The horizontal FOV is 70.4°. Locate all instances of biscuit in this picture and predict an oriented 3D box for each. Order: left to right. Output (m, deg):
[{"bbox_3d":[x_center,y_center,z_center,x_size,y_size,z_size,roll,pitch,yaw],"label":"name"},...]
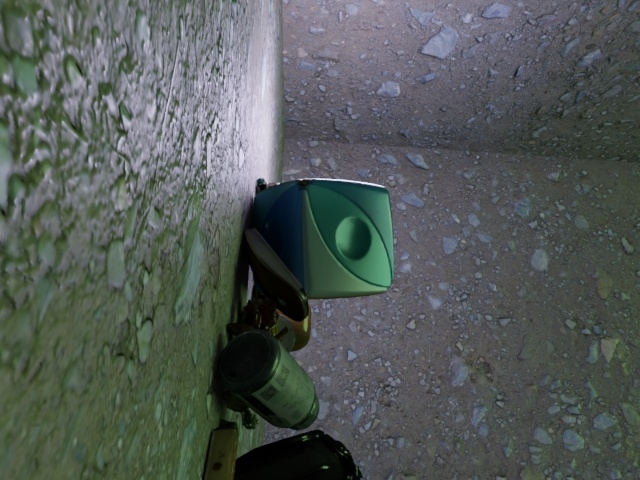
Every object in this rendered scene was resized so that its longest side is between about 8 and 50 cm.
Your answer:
[{"bbox_3d":[-0.192,0.450,0.854,0.188,0.056,0.052,-92,-172,-49],"label":"biscuit"}]

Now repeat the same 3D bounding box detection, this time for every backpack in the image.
[{"bbox_3d":[-0.086,0.598,1.064,0.446,0.363,0.255,70,-4,-66],"label":"backpack"}]

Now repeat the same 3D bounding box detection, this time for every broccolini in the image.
[{"bbox_3d":[-0.241,0.558,1.480,0.054,0.051,0.239,39,-29,29],"label":"broccolini"}]

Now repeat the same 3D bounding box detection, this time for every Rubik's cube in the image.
[{"bbox_3d":[0.000,0.000,1.430,0.352,0.347,0.352,-7,-96,56],"label":"Rubik's cube"}]

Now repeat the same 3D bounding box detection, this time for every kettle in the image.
[{"bbox_3d":[-0.197,0.346,1.625,0.211,0.159,0.243,63,-21,17],"label":"kettle"}]

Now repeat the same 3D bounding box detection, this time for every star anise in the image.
[{"bbox_3d":[-0.172,0.247,1.117,0.213,0.111,0.196,-60,162,6],"label":"star anise"}]

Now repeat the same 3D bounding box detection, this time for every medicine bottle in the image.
[{"bbox_3d":[-0.099,0.327,1.018,0.293,0.141,0.142,59,23,-43],"label":"medicine bottle"}]

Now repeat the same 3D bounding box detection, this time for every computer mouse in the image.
[{"bbox_3d":[-0.135,0.093,1.228,0.310,0.071,0.158,47,-26,37],"label":"computer mouse"}]

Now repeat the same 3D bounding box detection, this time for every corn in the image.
[{"bbox_3d":[-0.179,0.280,1.352,0.318,0.115,0.115,99,-6,-52],"label":"corn"}]

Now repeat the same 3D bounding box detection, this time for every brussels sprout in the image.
[{"bbox_3d":[-0.193,0.350,1.039,0.085,0.058,0.085,-11,90,-70],"label":"brussels sprout"}]

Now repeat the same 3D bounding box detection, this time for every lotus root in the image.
[{"bbox_3d":[-0.185,0.178,1.685,0.214,0.138,0.139,-101,-165,-75],"label":"lotus root"}]

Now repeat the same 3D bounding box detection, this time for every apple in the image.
[{"bbox_3d":[-0.155,0.351,1.977,0.257,0.233,0.257,-174,-90,-89],"label":"apple"}]

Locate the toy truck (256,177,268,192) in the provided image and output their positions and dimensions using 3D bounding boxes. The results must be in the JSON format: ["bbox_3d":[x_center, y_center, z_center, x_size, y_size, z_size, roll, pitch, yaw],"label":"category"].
[{"bbox_3d":[-0.203,-0.173,1.571,0.083,0.039,0.044,94,-16,-48],"label":"toy truck"}]

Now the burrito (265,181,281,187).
[{"bbox_3d":[-0.174,-0.097,1.652,0.143,0.089,0.229,6,-91,59],"label":"burrito"}]

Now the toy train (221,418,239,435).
[{"bbox_3d":[-0.211,0.449,1.035,0.093,0.038,0.056,97,2,-45],"label":"toy train"}]
